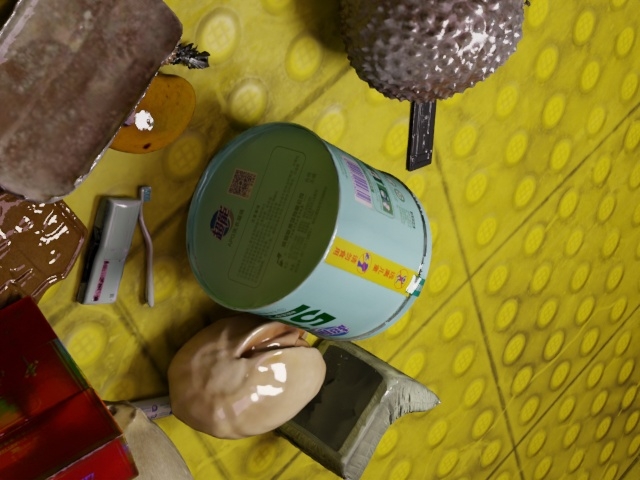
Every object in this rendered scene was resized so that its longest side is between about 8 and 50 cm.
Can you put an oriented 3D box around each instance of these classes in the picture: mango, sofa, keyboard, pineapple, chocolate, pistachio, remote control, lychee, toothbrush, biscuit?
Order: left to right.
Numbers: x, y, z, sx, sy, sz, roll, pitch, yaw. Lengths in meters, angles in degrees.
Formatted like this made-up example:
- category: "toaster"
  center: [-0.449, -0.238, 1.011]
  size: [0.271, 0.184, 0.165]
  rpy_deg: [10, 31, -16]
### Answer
- category: "biscuit"
  center: [-0.413, 0.025, 1.410]
  size: [0.215, 0.034, 0.182]
  rpy_deg: [-47, 139, -16]
- category: "chocolate"
  center: [-0.316, -0.196, 1.309]
  size: [0.185, 0.100, 0.303]
  rpy_deg: [35, 85, -12]
- category: "remote control"
  center: [-0.301, 0.017, 1.529]
  size: [0.065, 0.029, 0.166]
  rpy_deg: [-1, 113, -48]
- category: "mango"
  center: [-0.242, -0.173, 1.438]
  size: [0.178, 0.090, 0.115]
  rpy_deg: [-1, 105, -56]
- category: "toothbrush"
  center: [-0.258, 0.011, 1.584]
  size: [0.022, 0.017, 0.204]
  rpy_deg: [-10, 120, -22]
- category: "pineapple"
  center: [-0.201, -0.252, 1.462]
  size: [0.124, 0.058, 0.058]
  rpy_deg: [12, 103, -55]
- category: "pistachio"
  center: [-0.110, 0.218, 1.738]
  size: [0.214, 0.193, 0.318]
  rpy_deg: [-44, 158, 29]
- category: "sofa"
  center: [0.062, 0.316, 1.966]
  size: [0.225, 0.210, 0.176]
  rpy_deg: [-60, 143, -6]
- category: "keyboard"
  center: [0.185, -0.223, 1.924]
  size: [0.061, 0.013, 0.204]
  rpy_deg: [-23, 128, -37]
- category: "lychee"
  center: [0.162, -0.345, 1.626]
  size: [0.300, 0.300, 0.300]
  rpy_deg: [-25, 129, -36]

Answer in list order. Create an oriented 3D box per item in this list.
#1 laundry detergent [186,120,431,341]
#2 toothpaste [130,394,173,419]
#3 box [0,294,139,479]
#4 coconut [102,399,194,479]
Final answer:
- category: "laundry detergent"
  center: [0.000, 0.000, 1.641]
  size: [0.305, 0.287, 0.287]
  rpy_deg: [24, 94, -50]
- category: "toothpaste"
  center: [-0.297, 0.273, 1.688]
  size: [0.218, 0.033, 0.052]
  rpy_deg: [-7, 116, -42]
- category: "box"
  center: [-0.380, 0.218, 1.316]
  size: [0.197, 0.313, 0.089]
  rpy_deg: [-28, 133, -20]
- category: "coconut"
  center: [-0.341, 0.374, 1.458]
  size: [0.346, 0.346, 0.360]
  rpy_deg: [25, 93, -51]
